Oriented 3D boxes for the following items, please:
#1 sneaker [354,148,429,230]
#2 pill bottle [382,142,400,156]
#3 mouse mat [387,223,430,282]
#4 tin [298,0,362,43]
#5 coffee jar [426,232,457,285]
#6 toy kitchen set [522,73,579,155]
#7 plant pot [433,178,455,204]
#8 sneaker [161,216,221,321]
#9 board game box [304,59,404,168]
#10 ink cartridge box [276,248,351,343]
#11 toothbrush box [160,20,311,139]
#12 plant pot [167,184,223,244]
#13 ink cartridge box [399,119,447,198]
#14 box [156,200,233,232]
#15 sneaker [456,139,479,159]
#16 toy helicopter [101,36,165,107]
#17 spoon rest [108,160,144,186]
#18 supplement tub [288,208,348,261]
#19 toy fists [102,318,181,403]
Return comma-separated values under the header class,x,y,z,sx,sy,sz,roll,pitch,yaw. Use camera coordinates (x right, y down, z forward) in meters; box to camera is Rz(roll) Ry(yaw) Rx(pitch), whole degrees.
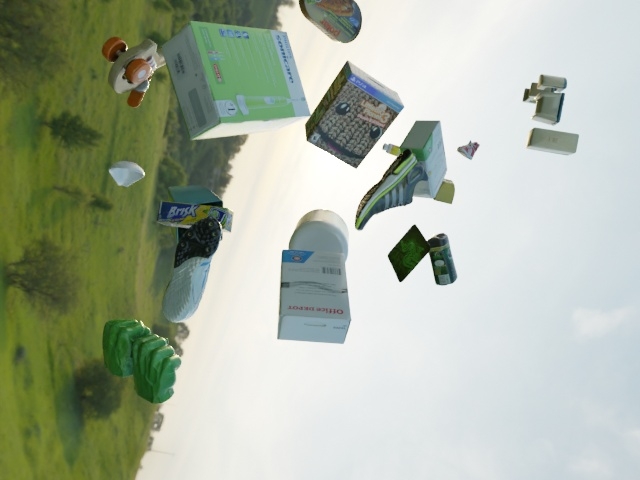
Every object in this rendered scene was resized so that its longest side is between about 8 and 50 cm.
class,x,y,z,sx,sy,sz,roll,pitch,yaw
sneaker,0.218,-0.133,1.485,0.300,0.121,0.111,-49,-168,21
pill bottle,0.290,-0.363,1.905,0.043,0.083,0.043,-164,-90,-75
mouse mat,0.285,0.038,1.555,0.152,0.007,0.190,-52,-158,18
tin,0.025,-0.564,1.170,0.040,0.189,0.106,23,-91,49
coffee jar,0.446,0.067,1.757,0.096,0.079,0.184,-29,107,-56
toy kitchen set,0.645,-0.344,1.347,0.166,0.122,0.207,-6,107,-86
plant pot,0.509,-0.209,1.957,0.081,0.081,0.083,-89,-167,-63
sneaker,-0.277,0.061,1.031,0.086,0.085,0.237,-171,-78,-87
board game box,0.116,-0.449,1.724,0.291,0.232,0.141,-52,-155,30
ink cartridge box,-0.027,0.181,1.585,0.307,0.223,0.129,-93,-170,-50
toothbrush box,-0.176,-0.350,1.058,0.122,0.283,0.206,-13,-83,43
plant pot,-0.478,-0.110,1.757,0.234,0.165,0.166,42,-46,48
ink cartridge box,0.345,-0.267,1.575,0.154,0.093,0.212,-58,140,-32
box,-0.299,-0.057,1.143,0.059,0.169,0.054,56,40,-81
sneaker,0.536,-0.337,1.723,0.042,0.118,0.067,37,-76,32
toy helicopter,-0.597,-0.619,1.685,0.355,0.140,0.235,-47,176,-38
spoon rest,-0.824,-0.277,2.012,0.276,0.137,0.084,-1,-98,64
supplement tub,0.000,0.000,1.960,0.325,0.235,0.235,-75,-174,-74
toy fists,-0.456,0.286,1.204,0.279,0.096,0.142,20,-65,35
